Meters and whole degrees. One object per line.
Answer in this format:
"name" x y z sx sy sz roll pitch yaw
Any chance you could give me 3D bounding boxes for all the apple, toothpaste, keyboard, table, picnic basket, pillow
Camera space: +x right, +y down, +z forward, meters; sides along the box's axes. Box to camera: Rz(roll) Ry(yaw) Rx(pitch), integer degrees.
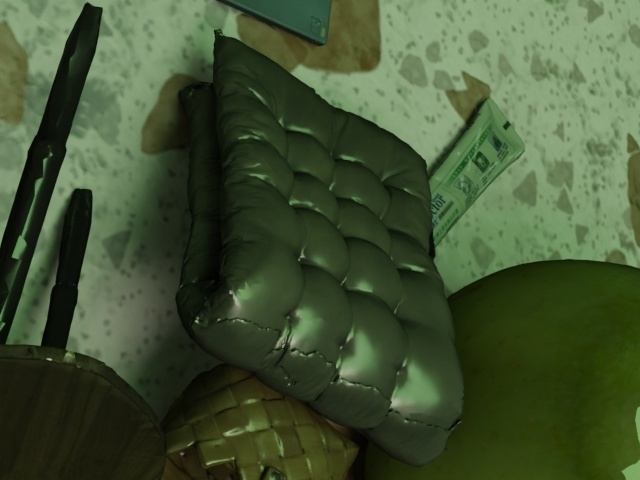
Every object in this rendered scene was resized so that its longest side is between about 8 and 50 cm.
"apple" 0.219 0.183 1.218 0.357 0.357 0.357 6 79 -37
"toothpaste" 0.119 -0.045 1.356 0.064 0.041 0.218 51 53 -13
"keyboard" -0.063 -0.216 1.254 0.176 0.014 0.055 19 71 -34
"table" -0.247 0.012 0.963 0.317 0.317 0.249 20 58 -34
"picnic basket" -0.070 0.184 1.051 0.138 0.128 0.178 40 61 -16
"pillow" 0.000 0.000 1.129 0.228 0.101 0.326 31 29 -26

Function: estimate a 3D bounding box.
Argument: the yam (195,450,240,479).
"yam" -0.008 0.249 1.196 0.299 0.066 0.066 47 58 -22
